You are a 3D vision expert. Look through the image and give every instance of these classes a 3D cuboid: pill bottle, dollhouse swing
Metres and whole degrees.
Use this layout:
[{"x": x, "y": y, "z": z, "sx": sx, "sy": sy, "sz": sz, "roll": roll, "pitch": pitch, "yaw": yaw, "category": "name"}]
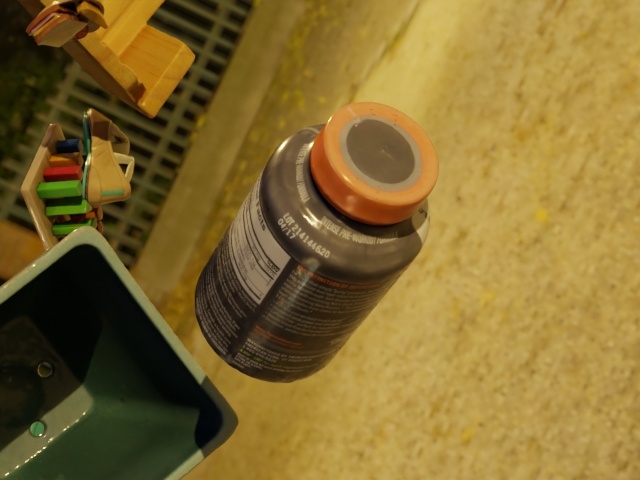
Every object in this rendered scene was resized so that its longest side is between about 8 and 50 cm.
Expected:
[{"x": 0.000, "y": 0.000, "z": 1.062, "sx": 0.245, "sy": 0.130, "sz": 0.130, "roll": 126, "pitch": 165, "yaw": -52, "category": "pill bottle"}, {"x": -0.286, "y": -0.416, "z": 1.973, "sx": 0.305, "sy": 0.347, "sz": 0.315, "roll": -46, "pitch": 30, "yaw": -7, "category": "dollhouse swing"}]

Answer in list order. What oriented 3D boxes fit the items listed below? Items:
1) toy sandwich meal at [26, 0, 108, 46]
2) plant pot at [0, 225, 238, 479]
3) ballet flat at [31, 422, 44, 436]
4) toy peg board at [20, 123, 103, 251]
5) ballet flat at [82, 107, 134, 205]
[{"x": -0.253, "y": -0.215, "z": 1.421, "sx": 0.029, "sy": 0.086, "sz": 0.085, "roll": 65, "pitch": 147, "yaw": 18, "category": "toy sandwich meal"}, {"x": -0.280, "y": 0.157, "z": 1.396, "sx": 0.247, "sy": 0.248, "sz": 0.252, "roll": -40, "pitch": 13, "yaw": -20, "category": "plant pot"}, {"x": -0.293, "y": 0.425, "z": 2.070, "sx": 0.182, "sy": 0.483, "sz": 0.164, "roll": -40, "pitch": 21, "yaw": 34, "category": "ballet flat"}, {"x": -0.369, "y": -0.068, "z": 2.130, "sx": 0.160, "sy": 0.079, "sz": 0.161, "roll": -78, "pitch": -19, "yaw": -48, "category": "toy peg board"}, {"x": -0.305, "y": -0.118, "z": 2.029, "sx": 0.232, "sy": 0.073, "sz": 0.080, "roll": -104, "pitch": 15, "yaw": -55, "category": "ballet flat"}]
